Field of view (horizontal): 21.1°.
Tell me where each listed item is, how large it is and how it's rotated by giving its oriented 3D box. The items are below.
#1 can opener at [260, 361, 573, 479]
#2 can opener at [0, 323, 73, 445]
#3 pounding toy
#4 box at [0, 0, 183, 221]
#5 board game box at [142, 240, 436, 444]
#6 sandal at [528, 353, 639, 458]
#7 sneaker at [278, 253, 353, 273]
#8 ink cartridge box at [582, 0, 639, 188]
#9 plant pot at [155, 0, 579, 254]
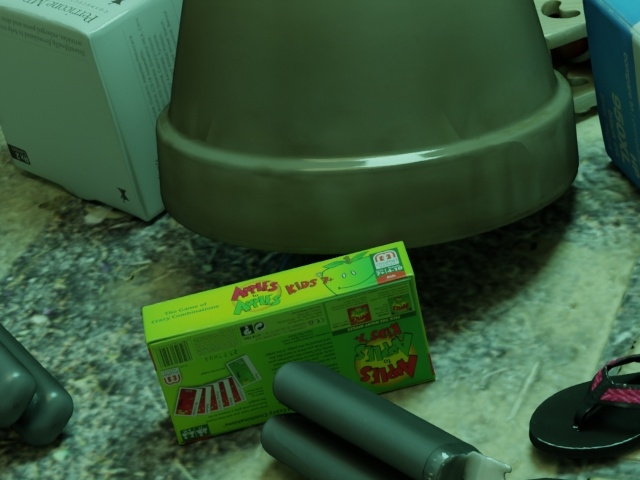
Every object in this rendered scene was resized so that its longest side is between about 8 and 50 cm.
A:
[{"bbox_3d":[0.078,0.152,1.049,0.280,0.074,0.093,23,14,39],"label":"can opener"},{"bbox_3d":[-0.287,0.084,1.277,0.095,0.076,0.283,-54,43,0],"label":"can opener"},{"bbox_3d":[0.233,-0.197,1.393,0.269,0.155,0.154,4,34,24],"label":"pounding toy"},{"bbox_3d":[-0.183,-0.138,1.434,0.181,0.182,0.119,21,47,40],"label":"box"},{"bbox_3d":[-0.021,0.069,1.162,0.181,0.092,0.043,-14,35,0],"label":"board game box"},{"bbox_3d":[0.216,0.092,1.093,0.179,0.040,0.067,-15,35,-1],"label":"sandal"},{"bbox_3d":[0.000,0.000,1.290,0.059,0.053,0.144,10,32,26],"label":"sneaker"},{"bbox_3d":[0.391,-0.077,1.157,0.285,0.166,0.395,-19,34,-7],"label":"ink cartridge box"},{"bbox_3d":[0.026,-0.177,1.269,0.323,0.280,0.323,-4,20,2],"label":"plant pot"}]
